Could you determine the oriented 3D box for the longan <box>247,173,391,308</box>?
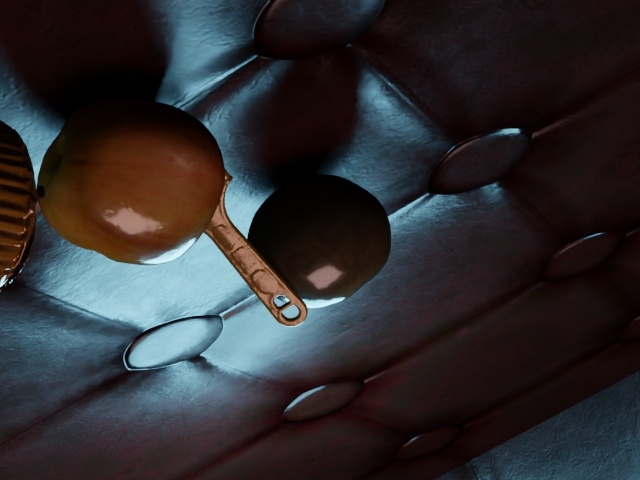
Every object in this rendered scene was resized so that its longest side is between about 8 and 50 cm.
[{"bbox_3d":[0.000,0.000,1.819,0.187,0.167,0.167,-2,147,-46],"label":"longan"}]

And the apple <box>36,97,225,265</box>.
[{"bbox_3d":[-0.198,-0.060,1.526,0.199,0.199,0.199,-19,155,-9],"label":"apple"}]

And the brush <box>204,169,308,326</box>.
[{"bbox_3d":[-0.102,0.001,1.713,0.103,0.013,0.272,-32,114,17],"label":"brush"}]

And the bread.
[{"bbox_3d":[-0.361,-0.029,1.424,0.104,0.199,0.199,11,139,-47],"label":"bread"}]
